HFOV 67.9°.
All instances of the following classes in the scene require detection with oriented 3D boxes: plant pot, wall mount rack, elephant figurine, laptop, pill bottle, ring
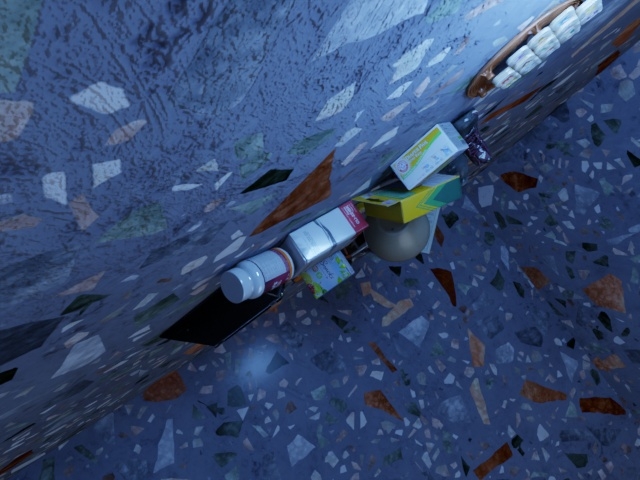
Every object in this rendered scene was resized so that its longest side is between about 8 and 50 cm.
[{"bbox_3d":[0.310,-0.066,1.979,0.284,0.284,0.191,-35,161,4],"label":"plant pot"},{"bbox_3d":[0.270,-0.072,2.273,0.350,0.130,0.304,-33,175,-14],"label":"wall mount rack"},{"bbox_3d":[0.496,-0.257,1.932,0.169,0.186,0.239,3,-156,45],"label":"elephant figurine"},{"bbox_3d":[-0.355,0.224,1.859,0.382,0.236,0.408,-37,-160,21],"label":"laptop"},{"bbox_3d":[-0.193,0.108,1.466,0.221,0.121,0.121,-25,167,-49],"label":"pill bottle"},{"bbox_3d":[0.530,-0.484,1.240,0.337,0.032,0.336,-33,171,-6],"label":"ring"}]

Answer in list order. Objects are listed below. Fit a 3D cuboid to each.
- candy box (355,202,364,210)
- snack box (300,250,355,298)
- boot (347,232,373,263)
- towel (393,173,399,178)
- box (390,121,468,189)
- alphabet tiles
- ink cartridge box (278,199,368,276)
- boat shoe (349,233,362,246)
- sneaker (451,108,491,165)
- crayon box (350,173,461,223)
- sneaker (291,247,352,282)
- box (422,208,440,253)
[{"bbox_3d":[0.172,-0.129,1.872,0.206,0.027,0.105,-25,166,-49],"label":"candy box"},{"bbox_3d":[0.002,0.089,1.819,0.174,0.207,0.070,-36,172,19],"label":"snack box"},{"bbox_3d":[0.206,0.052,2.448,0.338,0.118,0.223,-45,-156,-25],"label":"boot"},{"bbox_3d":[0.359,-0.292,1.687,0.144,0.029,0.197,-22,165,-46],"label":"towel"},{"bbox_3d":[0.339,-0.263,1.492,0.203,0.103,0.114,-41,171,36],"label":"box"},{"bbox_3d":[0.561,-0.484,1.183,0.284,0.021,0.278,-40,171,31],"label":"alphabet tiles"},{"bbox_3d":[0.000,0.000,1.628,0.273,0.114,0.197,-31,172,-28],"label":"ink cartridge box"},{"bbox_3d":[0.147,0.007,2.426,0.178,0.060,0.064,-30,171,-28],"label":"boat shoe"},{"bbox_3d":[0.515,-0.332,1.580,0.106,0.162,0.281,-37,172,17],"label":"sneaker"},{"bbox_3d":[0.293,-0.144,1.625,0.323,0.083,0.203,-23,-158,-27],"label":"crayon box"},{"bbox_3d":[0.015,0.153,2.326,0.321,0.180,0.124,-37,171,13],"label":"sneaker"},{"bbox_3d":[0.455,-0.106,2.133,0.121,0.148,0.311,-1,105,-76],"label":"box"}]
